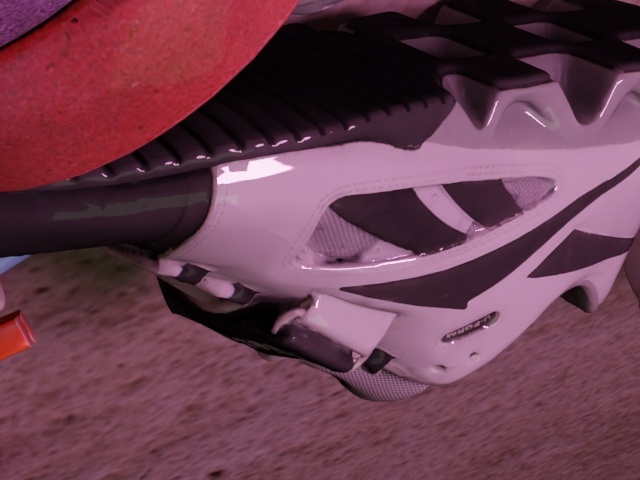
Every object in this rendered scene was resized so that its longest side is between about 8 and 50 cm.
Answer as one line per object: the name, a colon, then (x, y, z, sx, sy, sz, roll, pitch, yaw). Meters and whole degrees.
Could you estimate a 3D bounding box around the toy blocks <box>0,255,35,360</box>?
toy blocks: (-0.146, 0.030, 0.650, 0.148, 0.054, 0.123, -27, 153, -1)

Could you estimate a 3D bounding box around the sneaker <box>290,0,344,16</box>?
sneaker: (-0.036, -0.092, 0.488, 0.262, 0.099, 0.121, -21, 158, -9)

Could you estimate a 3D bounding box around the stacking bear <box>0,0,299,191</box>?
stacking bear: (-0.120, -0.134, 0.261, 0.175, 0.164, 0.289, -17, 150, 24)

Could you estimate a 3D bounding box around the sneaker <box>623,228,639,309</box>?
sneaker: (0.285, -0.021, 0.868, 0.290, 0.123, 0.106, -3, 137, -15)

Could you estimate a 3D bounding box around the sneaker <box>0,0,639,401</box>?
sneaker: (0.000, 0.000, 0.604, 0.330, 0.122, 0.146, -7, 117, -33)
